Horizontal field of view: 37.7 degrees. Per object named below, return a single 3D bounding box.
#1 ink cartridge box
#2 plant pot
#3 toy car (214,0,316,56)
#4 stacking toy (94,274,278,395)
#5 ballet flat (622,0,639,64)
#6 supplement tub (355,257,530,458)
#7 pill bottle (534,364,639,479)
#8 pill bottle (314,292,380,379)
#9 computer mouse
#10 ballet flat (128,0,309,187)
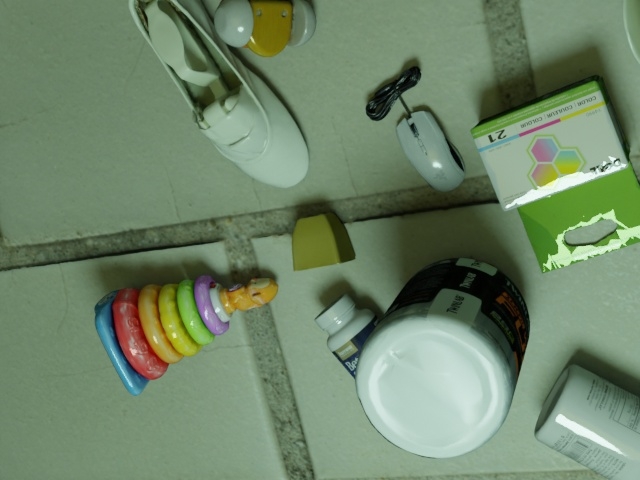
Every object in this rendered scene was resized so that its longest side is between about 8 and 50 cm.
[{"bbox_3d":[0.355,-0.083,1.347,0.189,0.097,0.255,-21,97,22],"label":"ink cartridge box"},{"bbox_3d":[0.000,0.000,1.501,0.081,0.081,0.083,-11,90,21],"label":"plant pot"},{"bbox_3d":[-0.093,-0.371,1.402,0.136,0.159,0.181,29,119,48],"label":"toy car"},{"bbox_3d":[-0.211,0.123,1.579,0.302,0.175,0.165,-21,101,11],"label":"stacking toy"},{"bbox_3d":[0.521,-0.236,1.235,0.182,0.164,0.482,-28,90,45],"label":"ballet flat"},{"bbox_3d":[0.187,0.148,1.337,0.207,0.338,0.207,5,107,16],"label":"supplement tub"},{"bbox_3d":[0.451,0.294,1.406,0.229,0.131,0.131,28,112,9],"label":"pill bottle"},{"bbox_3d":[0.070,0.170,1.515,0.094,0.094,0.169,-41,90,24],"label":"pill bottle"},{"bbox_3d":[0.153,-0.158,1.421,0.106,0.042,0.193,-33,93,23],"label":"computer mouse"},{"bbox_3d":[-0.171,-0.238,1.458,0.139,0.139,0.400,-33,94,24],"label":"ballet flat"}]
